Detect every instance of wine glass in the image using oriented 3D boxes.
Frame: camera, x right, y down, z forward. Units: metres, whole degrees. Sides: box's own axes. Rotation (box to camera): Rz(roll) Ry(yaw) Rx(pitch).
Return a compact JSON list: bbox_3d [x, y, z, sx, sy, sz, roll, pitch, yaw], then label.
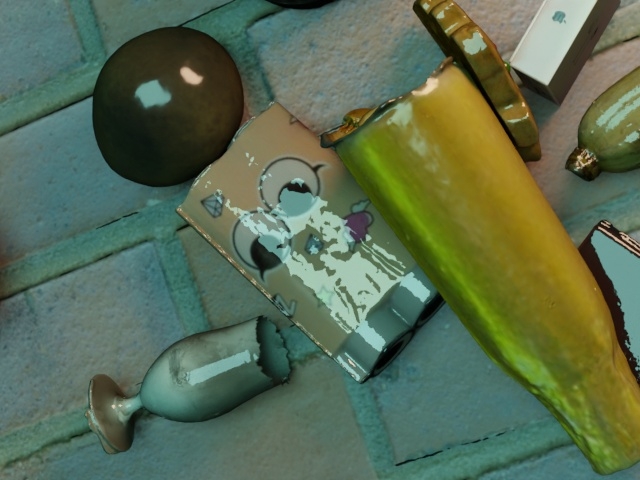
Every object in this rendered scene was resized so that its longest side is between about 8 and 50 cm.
[{"bbox_3d":[-0.149,0.159,1.437,0.222,0.103,0.103,-24,80,14],"label":"wine glass"}]

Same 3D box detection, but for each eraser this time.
[{"bbox_3d":[0.000,0.000,1.409,0.290,0.087,0.171,42,94,15],"label":"eraser"}]

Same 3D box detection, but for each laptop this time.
[{"bbox_3d":[0.333,0.097,1.336,0.207,0.026,0.154,37,99,17],"label":"laptop"}]

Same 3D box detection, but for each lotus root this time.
[{"bbox_3d":[0.331,-0.125,1.323,0.183,0.077,0.090,-38,69,8],"label":"lotus root"}]

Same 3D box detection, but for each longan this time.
[{"bbox_3d":[-0.174,-0.149,1.442,0.167,0.167,0.187,38,119,16],"label":"longan"}]

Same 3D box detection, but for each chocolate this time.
[{"bbox_3d":[0.184,0.039,1.285,0.162,0.162,0.445,-33,95,12],"label":"chocolate"}]

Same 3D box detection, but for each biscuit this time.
[{"bbox_3d":[0.162,-0.187,1.333,0.041,0.212,0.238,-34,51,6],"label":"biscuit"}]

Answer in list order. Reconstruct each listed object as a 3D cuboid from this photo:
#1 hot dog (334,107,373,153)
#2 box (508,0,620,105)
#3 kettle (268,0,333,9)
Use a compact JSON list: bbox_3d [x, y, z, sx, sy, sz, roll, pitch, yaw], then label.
[{"bbox_3d":[0.095,-0.100,1.405,0.188,0.055,0.072,14,92,16],"label":"hot dog"},{"bbox_3d":[0.254,-0.217,1.324,0.051,0.130,0.129,32,96,15],"label":"box"},{"bbox_3d":[-0.041,-0.360,1.352,0.207,0.271,0.250,-38,76,11],"label":"kettle"}]
